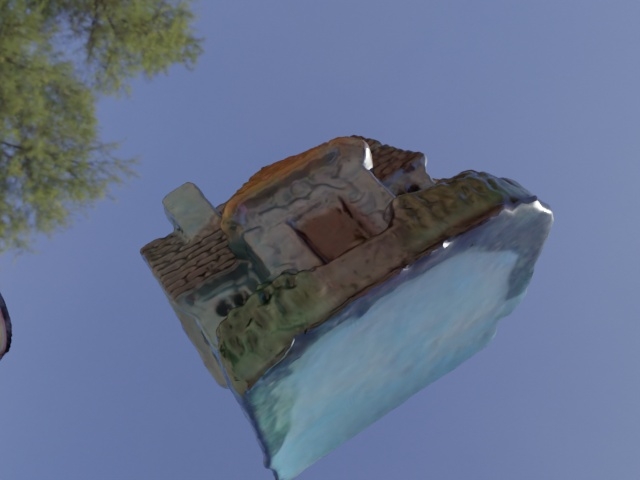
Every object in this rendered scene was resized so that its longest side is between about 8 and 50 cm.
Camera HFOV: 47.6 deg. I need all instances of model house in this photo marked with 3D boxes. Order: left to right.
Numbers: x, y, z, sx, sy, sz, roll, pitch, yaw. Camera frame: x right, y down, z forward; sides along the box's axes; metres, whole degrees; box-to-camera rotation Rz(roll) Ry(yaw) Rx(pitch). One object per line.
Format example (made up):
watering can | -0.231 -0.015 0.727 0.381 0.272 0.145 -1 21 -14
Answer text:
model house | 0.000 0.000 0.807 0.360 0.297 0.339 -31 -124 -14

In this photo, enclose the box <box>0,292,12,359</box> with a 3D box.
box | -0.339 0.080 0.577 0.135 0.151 0.151 -33 -127 5
